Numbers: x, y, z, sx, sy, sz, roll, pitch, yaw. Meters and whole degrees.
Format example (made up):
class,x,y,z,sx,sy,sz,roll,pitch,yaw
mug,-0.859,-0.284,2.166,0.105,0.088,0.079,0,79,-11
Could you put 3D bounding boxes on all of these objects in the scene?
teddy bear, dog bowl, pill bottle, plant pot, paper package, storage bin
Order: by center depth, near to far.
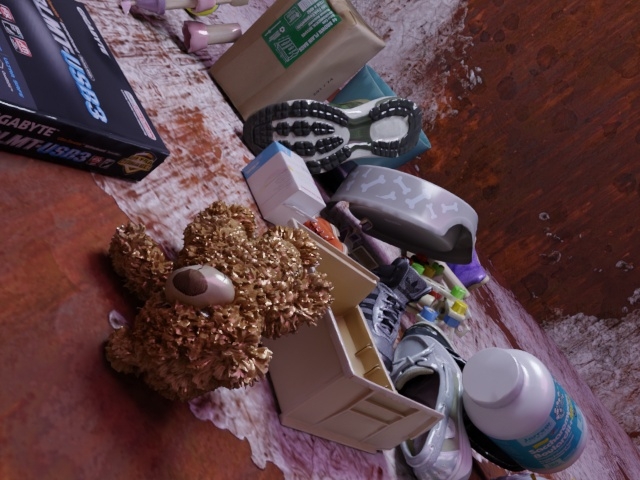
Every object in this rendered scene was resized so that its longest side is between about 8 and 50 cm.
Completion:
class,x,y,z,sx,sy,sz,roll,pitch,yaw
teddy bear,-0.103,0.036,0.771,0.245,0.113,0.338,36,27,14
storage bin,0.030,0.146,0.988,0.260,0.123,0.262,33,25,-46
pill bottle,0.326,0.272,1.123,0.264,0.146,0.146,43,19,-40
dog bowl,0.190,-0.058,1.542,0.348,0.102,0.349,22,-8,3
paper package,-0.046,-0.416,1.569,0.168,0.325,0.309,53,18,4
plant pot,0.129,-0.304,1.940,0.293,0.235,0.293,46,17,-19

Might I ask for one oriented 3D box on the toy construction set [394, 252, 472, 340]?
class,x,y,z,sx,sy,sz,roll,pitch,yaw
toy construction set,0.254,0.129,1.549,0.215,0.151,0.327,33,1,22

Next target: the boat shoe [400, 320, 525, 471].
class,x,y,z,sx,sy,sz,roll,pitch,yaw
boat shoe,0.268,0.298,1.294,0.340,0.127,0.113,55,18,14

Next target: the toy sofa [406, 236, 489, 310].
class,x,y,z,sx,sy,sz,roll,pitch,yaw
toy sofa,0.320,0.037,1.859,0.150,0.177,0.362,49,18,-12

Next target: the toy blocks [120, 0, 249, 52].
class,x,y,z,sx,sy,sz,roll,pitch,yaw
toy blocks,-0.298,-0.579,1.384,0.260,0.309,0.288,-12,67,-24

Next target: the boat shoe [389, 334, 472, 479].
class,x,y,z,sx,sy,sz,roll,pitch,yaw
boat shoe,0.168,0.260,1.137,0.103,0.118,0.320,49,24,-27

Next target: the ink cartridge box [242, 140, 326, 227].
class,x,y,z,sx,sy,sz,roll,pitch,yaw
ink cartridge box,-0.065,-0.090,1.267,0.092,0.090,0.143,29,30,-52

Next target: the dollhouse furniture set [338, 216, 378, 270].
class,x,y,z,sx,sy,sz,roll,pitch,yaw
dollhouse furniture set,0.093,0.026,1.480,0.114,0.091,0.081,49,32,-20

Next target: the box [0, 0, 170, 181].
class,x,y,z,sx,sy,sz,roll,pitch,yaw
box,-0.352,-0.223,0.834,0.295,0.073,0.293,59,19,18

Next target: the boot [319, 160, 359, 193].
class,x,y,z,sx,sy,sz,roll,pitch,yaw
boot,0.003,-0.206,1.656,0.207,0.094,0.246,49,11,3

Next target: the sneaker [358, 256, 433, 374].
class,x,y,z,sx,sy,sz,roll,pitch,yaw
sneaker,0.121,0.120,1.218,0.101,0.153,0.268,45,19,-22

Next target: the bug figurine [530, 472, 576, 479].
class,x,y,z,sx,sy,sz,roll,pitch,yaw
bug figurine,0.317,0.446,1.039,0.279,0.072,0.216,4,26,-29

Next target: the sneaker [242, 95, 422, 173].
class,x,y,z,sx,sy,sz,roll,pitch,yaw
sneaker,0.012,-0.239,1.512,0.410,0.158,0.182,-6,17,-27

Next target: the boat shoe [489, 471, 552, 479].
class,x,y,z,sx,sy,sz,roll,pitch,yaw
boat shoe,0.344,0.464,1.242,0.227,0.079,0.081,8,4,-41

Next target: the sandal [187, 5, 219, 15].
class,x,y,z,sx,sy,sz,roll,pitch,yaw
sandal,-0.341,-0.688,1.714,0.317,0.126,0.138,61,14,0

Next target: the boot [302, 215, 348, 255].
class,x,y,z,sx,sy,sz,roll,pitch,yaw
boot,0.000,0.000,1.322,0.084,0.059,0.158,39,13,-29
